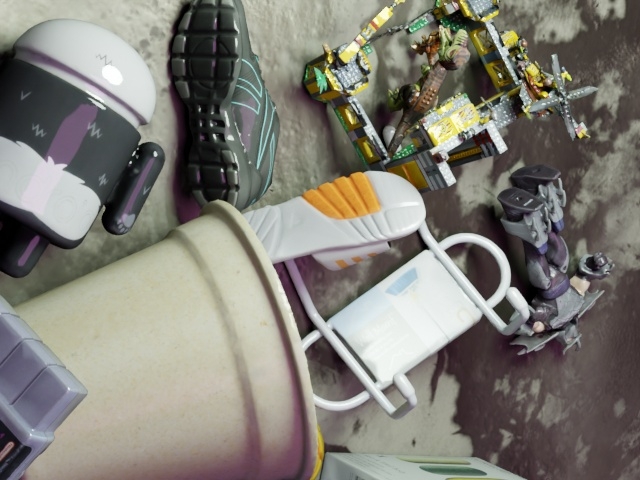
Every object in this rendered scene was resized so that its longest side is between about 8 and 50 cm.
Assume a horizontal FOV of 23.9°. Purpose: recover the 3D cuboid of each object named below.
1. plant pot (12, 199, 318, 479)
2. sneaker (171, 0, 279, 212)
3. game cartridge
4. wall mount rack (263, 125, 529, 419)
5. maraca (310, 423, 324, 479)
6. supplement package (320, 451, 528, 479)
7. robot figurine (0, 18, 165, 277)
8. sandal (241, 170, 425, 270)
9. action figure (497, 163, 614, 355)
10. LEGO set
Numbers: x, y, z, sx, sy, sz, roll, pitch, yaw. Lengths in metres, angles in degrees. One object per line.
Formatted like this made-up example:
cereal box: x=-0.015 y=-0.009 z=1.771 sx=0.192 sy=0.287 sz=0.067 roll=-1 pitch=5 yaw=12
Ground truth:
plant pot: x=-0.208 y=0.156 z=1.650 sx=0.306 sy=0.334 sz=0.333 roll=-17 pitch=110 yaw=-19
sneaker: x=-0.107 y=-0.164 z=1.775 sx=0.106 sy=0.101 sz=0.267 roll=-18 pitch=110 yaw=-53
game cartridge: x=-0.419 y=0.204 z=1.501 sx=0.355 sy=0.230 sz=0.068 roll=-48 pitch=157 yaw=6
wall mount rack: x=0.089 y=0.044 z=1.924 sx=0.350 sy=0.130 sz=0.304 roll=-34 pitch=79 yaw=-24
maraca: x=-0.042 y=0.260 z=1.845 sx=0.099 sy=0.185 sz=0.127 roll=-14 pitch=115 yaw=-6
supplement package: x=0.147 y=0.400 z=1.986 sx=0.263 sy=0.199 sz=0.198 roll=8 pitch=95 yaw=-35
robot figurine: x=-0.291 y=-0.101 z=1.605 sx=0.278 sy=0.174 sz=0.209 roll=-61 pitch=153 yaw=-7
sandal: x=-0.002 y=-0.009 z=1.819 sx=0.265 sy=0.102 sz=0.076 roll=-13 pitch=145 yaw=9
action figure: x=0.317 y=0.044 z=2.086 sx=0.185 sy=0.099 sz=0.285 roll=-42 pitch=125 yaw=-33
LEGO set: x=0.166 y=-0.197 z=1.840 sx=0.331 sy=0.192 sz=0.254 roll=-23 pitch=94 yaw=-26
